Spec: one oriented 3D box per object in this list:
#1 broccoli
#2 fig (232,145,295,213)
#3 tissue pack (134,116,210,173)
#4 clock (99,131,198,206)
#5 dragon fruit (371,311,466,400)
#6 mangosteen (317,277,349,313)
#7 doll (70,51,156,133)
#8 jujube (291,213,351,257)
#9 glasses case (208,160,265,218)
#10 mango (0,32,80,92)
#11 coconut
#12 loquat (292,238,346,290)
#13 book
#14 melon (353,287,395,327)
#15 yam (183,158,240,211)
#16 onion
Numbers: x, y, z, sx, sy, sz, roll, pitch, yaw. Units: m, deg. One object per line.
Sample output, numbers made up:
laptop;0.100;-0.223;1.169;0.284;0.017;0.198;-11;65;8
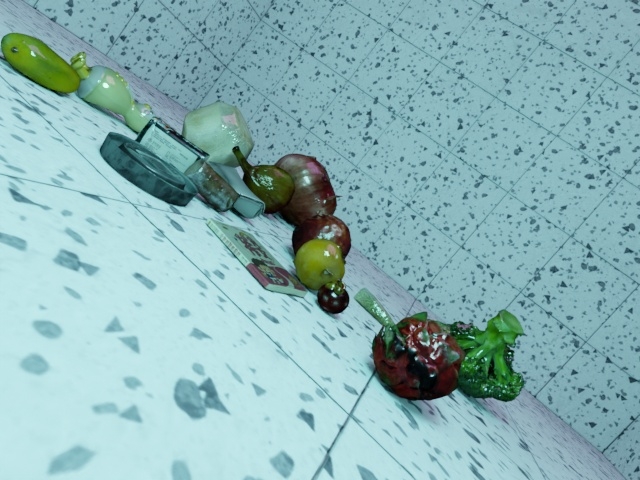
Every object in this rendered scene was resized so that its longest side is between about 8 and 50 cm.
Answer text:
broccoli;0.515;0.351;1.254;0.298;0.297;0.297;20;38;-16
fig;-0.227;-0.235;1.481;0.290;0.191;0.190;49;2;-25
tissue pack;-0.395;-0.237;1.073;0.170;0.103;0.090;37;14;-12
clock;-0.370;-0.153;0.882;0.215;0.042;0.215;38;6;-5
dragon fruit;0.199;0.234;0.808;0.189;0.182;0.182;-8;27;-19
mangosteen;0.033;0.135;0.962;0.081;0.081;0.081;38;6;-5
doll;-0.577;-0.410;1.171;0.296;0.117;0.141;32;13;-46
jujube;0.000;0.000;1.243;0.183;0.183;0.243;37;6;-14
glasses case;-0.279;-0.159;1.261;0.128;0.083;0.308;27;12;-35
mango;-0.647;-0.413;0.954;0.122;0.085;0.191;38;7;20
coconut;-0.386;-0.365;1.471;0.245;0.248;0.244;-21;90;-84
loquat;-0.002;0.061;1.032;0.141;0.141;0.141;38;6;-5
book;-0.142;0.039;0.907;0.232;0.022;0.162;43;8;29
melon;0.190;0.238;1.322;0.182;0.054;0.098;45;-6;41
yam;-0.280;-0.139;1.044;0.141;0.079;0.079;48;0;-33
onion;-0.074;-0.215;1.772;0.354;0.353;0.353;38;6;-5
